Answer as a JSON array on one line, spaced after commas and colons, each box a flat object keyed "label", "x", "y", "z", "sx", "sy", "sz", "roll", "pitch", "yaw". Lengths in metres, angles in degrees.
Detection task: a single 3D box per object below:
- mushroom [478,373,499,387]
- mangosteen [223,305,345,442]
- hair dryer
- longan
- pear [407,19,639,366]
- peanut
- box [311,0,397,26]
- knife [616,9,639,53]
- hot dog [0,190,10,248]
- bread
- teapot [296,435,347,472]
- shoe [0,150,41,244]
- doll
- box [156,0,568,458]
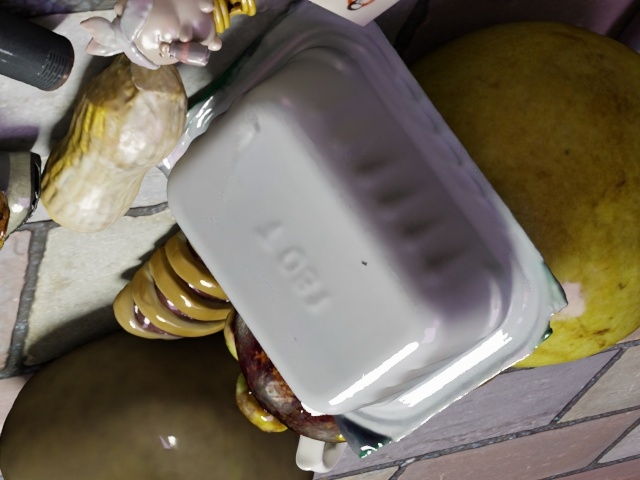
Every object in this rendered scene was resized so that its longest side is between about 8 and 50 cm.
[{"label": "mushroom", "x": 0.124, "y": 0.105, "z": 1.696, "sx": 0.253, "sy": 0.153, "sz": 0.253, "roll": -10, "pitch": 151, "yaw": -5}, {"label": "mangosteen", "x": -0.009, "y": 0.113, "z": 1.382, "sx": 0.192, "sy": 0.192, "sz": 0.217, "roll": 6, "pitch": 139, "yaw": -43}, {"label": "hair dryer", "x": -0.306, "y": -0.118, "z": 1.057, "sx": 0.194, "sy": 0.050, "sz": 0.173, "roll": -29, "pitch": 151, "yaw": 26}, {"label": "longan", "x": -0.174, "y": 0.220, "z": 1.595, "sx": 0.350, "sy": 0.288, "sz": 0.288, "roll": 3, "pitch": 148, "yaw": -21}, {"label": "pear", "x": 0.160, "y": -0.041, "z": 1.281, "sx": 0.303, "sy": 0.304, "sz": 0.304, "roll": -16, "pitch": 155, "yaw": -8}, {"label": "peanut", "x": -0.168, "y": -0.077, "z": 1.187, "sx": 0.087, "sy": 0.087, "sz": 0.207, "roll": -2, "pitch": 149, "yaw": -33}, {"label": "box", "x": 0.000, "y": -0.267, "z": 0.949, "sx": 0.214, "sy": 0.069, "sz": 0.353, "roll": -34, "pitch": 150, "yaw": 28}, {"label": "knife", "x": 0.292, "y": -0.159, "z": 1.380, "sx": 0.123, "sy": 0.053, "sz": 0.278, "roll": -55, "pitch": 171, "yaw": -35}, {"label": "hot dog", "x": -0.383, "y": -0.020, "z": 1.117, "sx": 0.289, "sy": 0.068, "sz": 0.083, "roll": 5, "pitch": 131, "yaw": -23}, {"label": "bread", "x": -0.100, "y": 0.030, "z": 1.461, "sx": 0.134, "sy": 0.081, "sz": 0.225, "roll": 4, "pitch": 143, "yaw": -43}, {"label": "teapot", "x": 0.035, "y": 0.096, "z": 1.527, "sx": 0.204, "sy": 0.298, "sz": 0.139, "roll": 8, "pitch": -170, "yaw": 19}, {"label": "shoe", "x": -0.308, "y": -0.015, "z": 1.241, "sx": 0.077, "sy": 0.074, "sz": 0.194, "roll": 14, "pitch": 138, "yaw": -33}, {"label": "doll", "x": -0.109, "y": -0.156, "z": 1.068, "sx": 0.127, "sy": 0.084, "sz": 0.073, "roll": -24, "pitch": 155, "yaw": -9}, {"label": "box", "x": 0.000, "y": 0.000, "z": 1.163, "sx": 0.264, "sy": 0.337, "sz": 0.106, "roll": -40, "pitch": 171, "yaw": 36}]
